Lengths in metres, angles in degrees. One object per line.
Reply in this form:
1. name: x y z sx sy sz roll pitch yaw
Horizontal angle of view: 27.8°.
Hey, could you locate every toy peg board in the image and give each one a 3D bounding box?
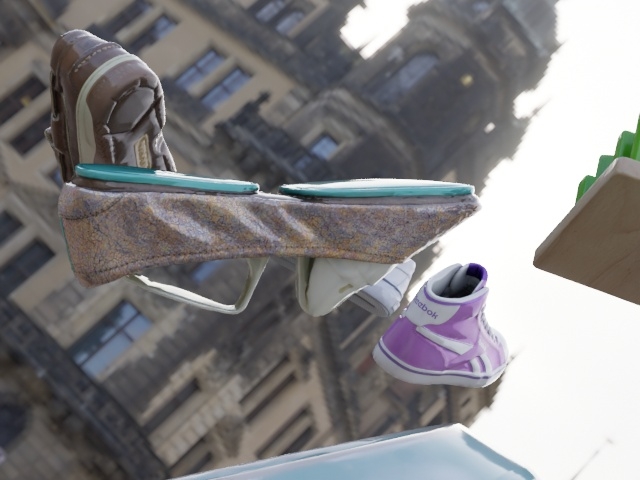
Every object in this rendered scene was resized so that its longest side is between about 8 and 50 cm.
1. toy peg board: 0.265 -0.018 0.957 0.161 0.079 0.161 20 -27 -4

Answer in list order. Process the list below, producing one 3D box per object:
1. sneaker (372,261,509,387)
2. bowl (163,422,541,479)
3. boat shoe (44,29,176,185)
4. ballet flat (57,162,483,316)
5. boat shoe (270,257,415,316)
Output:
1. sneaker: 0.199 0.107 1.706 0.102 0.161 0.282 39 19 27
2. bowl: -0.008 0.171 0.531 0.311 0.312 0.163 144 -64 -72
3. boat shoe: -0.180 -0.075 1.081 0.095 0.095 0.257 40 -34 21
4. ballet flat: -0.035 0.002 0.965 0.107 0.316 0.106 -143 -125 -78
5. boat shoe: 0.000 0.000 1.449 0.226 0.075 0.083 33 -21 2
